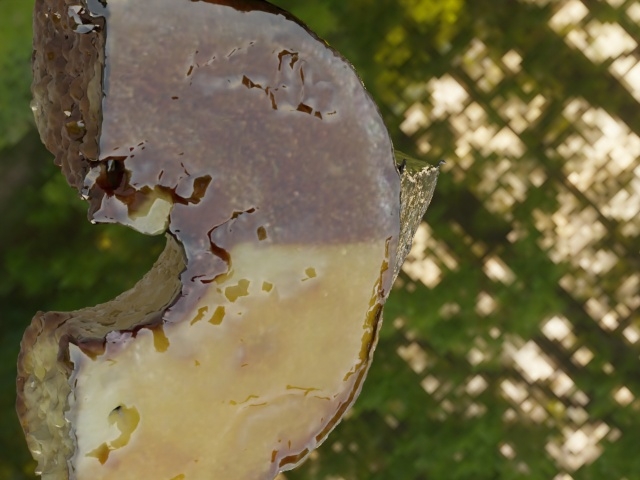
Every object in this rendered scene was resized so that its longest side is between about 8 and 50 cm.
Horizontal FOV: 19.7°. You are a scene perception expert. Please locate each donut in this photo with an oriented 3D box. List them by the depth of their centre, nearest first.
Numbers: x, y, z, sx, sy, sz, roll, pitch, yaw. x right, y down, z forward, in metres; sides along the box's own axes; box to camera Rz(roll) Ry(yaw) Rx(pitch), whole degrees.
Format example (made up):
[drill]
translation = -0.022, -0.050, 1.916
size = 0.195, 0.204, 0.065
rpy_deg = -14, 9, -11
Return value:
[donut]
translation = -0.051, 0.002, 0.697
size = 0.085, 0.141, 0.217
rpy_deg = 37, -58, 57

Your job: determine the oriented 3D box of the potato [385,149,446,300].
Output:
[potato]
translation = 0.000, 0.000, 1.108
size = 0.243, 0.098, 0.138
rpy_deg = -7, 115, -80
